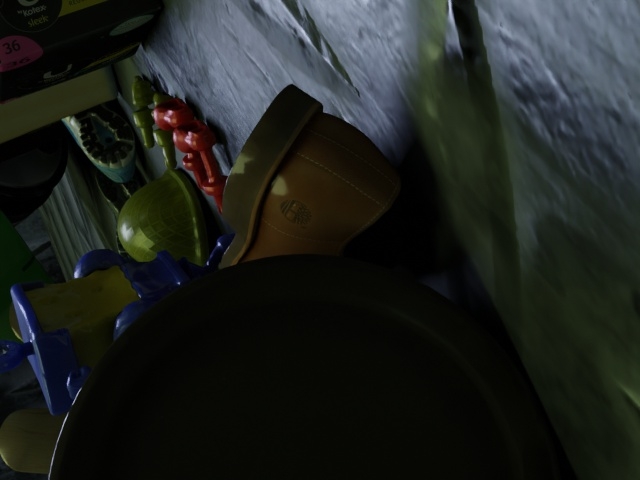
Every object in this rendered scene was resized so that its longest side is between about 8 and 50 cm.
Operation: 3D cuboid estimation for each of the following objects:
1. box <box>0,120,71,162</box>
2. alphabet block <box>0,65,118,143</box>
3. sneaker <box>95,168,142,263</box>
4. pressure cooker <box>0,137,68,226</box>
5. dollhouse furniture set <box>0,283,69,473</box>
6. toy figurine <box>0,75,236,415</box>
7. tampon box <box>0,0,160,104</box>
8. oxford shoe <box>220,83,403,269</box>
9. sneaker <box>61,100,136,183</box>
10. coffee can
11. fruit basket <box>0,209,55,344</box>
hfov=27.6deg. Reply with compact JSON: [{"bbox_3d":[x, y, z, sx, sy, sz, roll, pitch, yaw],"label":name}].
[{"bbox_3d":[-0.383,-0.203,1.518,0.167,0.168,0.203,64,166,8],"label":"box"},{"bbox_3d":[-0.329,-0.216,1.229,0.193,0.197,0.192,53,161,44],"label":"alphabet block"},{"bbox_3d":[-0.194,-0.021,1.375,0.058,0.052,0.135,84,168,-79],"label":"sneaker"},{"bbox_3d":[-0.558,-0.144,1.797,0.375,0.420,0.370,-6,-114,-63],"label":"pressure cooker"},{"bbox_3d":[-0.324,0.260,1.503,0.362,0.256,0.394,104,169,-78],"label":"dollhouse furniture set"},{"bbox_3d":[-0.166,0.022,0.959,0.362,0.217,0.191,41,152,60],"label":"toy figurine"},{"bbox_3d":[-0.198,-0.177,0.952,0.101,0.120,0.161,68,167,-2],"label":"tampon box"},{"bbox_3d":[0.000,0.000,0.615,0.076,0.076,0.212,30,169,5],"label":"oxford shoe"},{"bbox_3d":[-0.234,-0.118,1.321,0.162,0.063,0.073,59,168,30],"label":"sneaker"},{"bbox_3d":[-0.024,0.130,0.628,0.201,0.201,0.275,65,167,6],"label":"coffee can"},{"bbox_3d":[-0.523,0.055,1.455,0.283,0.392,0.392,32,145,47],"label":"fruit basket"}]
